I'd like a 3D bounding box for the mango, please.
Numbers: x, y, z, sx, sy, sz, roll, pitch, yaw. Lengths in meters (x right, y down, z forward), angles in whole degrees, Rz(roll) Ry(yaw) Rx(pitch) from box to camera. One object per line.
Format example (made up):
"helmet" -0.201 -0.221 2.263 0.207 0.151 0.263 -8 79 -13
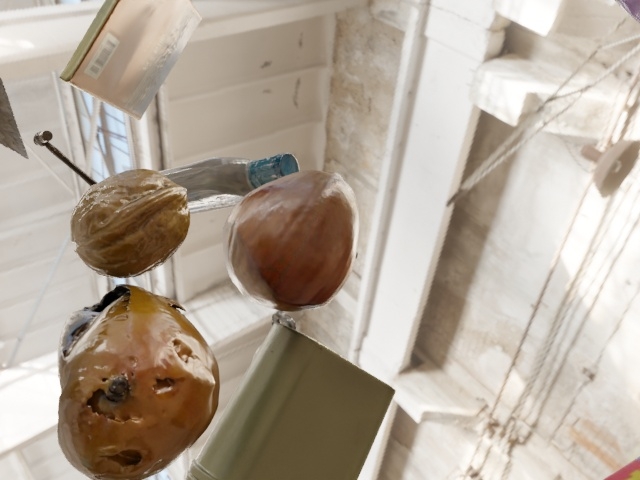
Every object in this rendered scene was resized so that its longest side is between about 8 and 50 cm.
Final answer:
"mango" -0.170 0.126 0.583 0.151 0.249 0.155 23 -93 -21

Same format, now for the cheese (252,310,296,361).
"cheese" -0.072 0.248 1.245 0.082 0.163 0.286 -31 -44 -37

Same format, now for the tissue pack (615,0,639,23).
"tissue pack" 0.382 -0.133 0.360 0.242 0.338 0.160 -23 -33 -8

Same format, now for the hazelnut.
"hazelnut" -0.032 -0.003 0.847 0.176 0.214 0.214 40 -88 -26

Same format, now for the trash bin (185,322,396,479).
"trash bin" -0.030 0.277 0.906 0.243 0.121 0.247 36 -105 -26

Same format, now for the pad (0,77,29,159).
"pad" -0.382 -0.165 0.561 0.006 0.246 0.170 -63 7 -22

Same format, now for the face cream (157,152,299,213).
"face cream" -0.191 -0.116 1.276 0.163 0.337 0.080 21 -113 -52

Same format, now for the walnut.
"walnut" -0.186 -0.018 0.633 0.125 0.105 0.105 -31 -38 -20

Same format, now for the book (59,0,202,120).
"book" -0.335 -0.368 1.183 0.262 0.028 0.374 -59 0 2

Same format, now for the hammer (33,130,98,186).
"hammer" -0.449 -0.132 1.164 0.178 0.065 0.021 46 -119 -23

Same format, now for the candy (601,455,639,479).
"candy" 0.225 0.278 0.471 0.306 0.100 0.157 -26 4 -15
